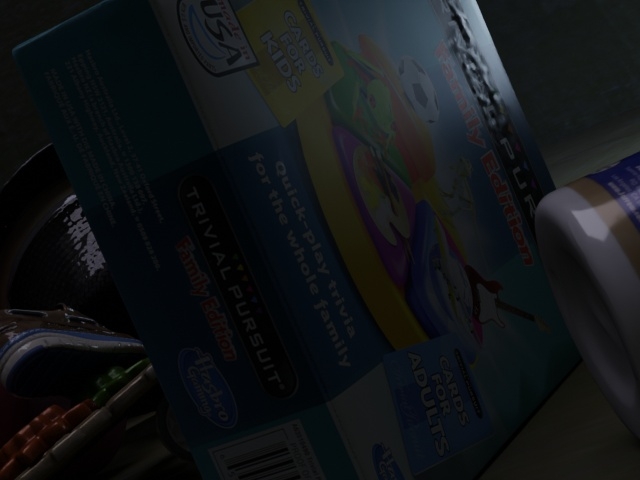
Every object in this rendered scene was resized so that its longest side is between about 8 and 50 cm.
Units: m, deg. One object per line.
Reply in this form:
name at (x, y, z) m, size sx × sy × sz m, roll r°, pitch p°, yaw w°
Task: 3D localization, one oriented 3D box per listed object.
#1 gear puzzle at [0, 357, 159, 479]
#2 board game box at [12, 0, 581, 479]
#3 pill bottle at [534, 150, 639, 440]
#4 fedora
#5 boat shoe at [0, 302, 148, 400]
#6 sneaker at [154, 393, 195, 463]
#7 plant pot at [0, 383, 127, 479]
gear puzzle at (-0.160, 0.113, 1.025) m, size 0.339 × 0.044 × 0.175 m, roll -41°, pitch -2°, yaw -28°
board game box at (0.023, -0.015, 0.761) m, size 0.079 × 0.254 × 0.336 m, roll -22°, pitch 4°, yaw 29°
pill bottle at (0.190, -0.004, 0.601) m, size 0.186 × 0.112 × 0.112 m, roll -24°, pitch 3°, yaw -4°
fedora at (-0.140, 0.044, 1.369) m, size 0.334 × 0.334 × 0.152 m, roll -26°, pitch 30°, yaw -23°
boat shoe at (-0.180, 0.078, 1.111) m, size 0.066 × 0.066 × 0.183 m, roll -49°, pitch -25°, yaw 7°
sneaker at (-0.037, 0.092, 1.081) m, size 0.226 × 0.086 × 0.163 m, roll -35°, pitch -1°, yaw -27°
plant pot at (-0.259, 0.134, 1.195) m, size 0.201 × 0.201 × 0.180 m, roll -22°, pitch -11°, yaw 39°
